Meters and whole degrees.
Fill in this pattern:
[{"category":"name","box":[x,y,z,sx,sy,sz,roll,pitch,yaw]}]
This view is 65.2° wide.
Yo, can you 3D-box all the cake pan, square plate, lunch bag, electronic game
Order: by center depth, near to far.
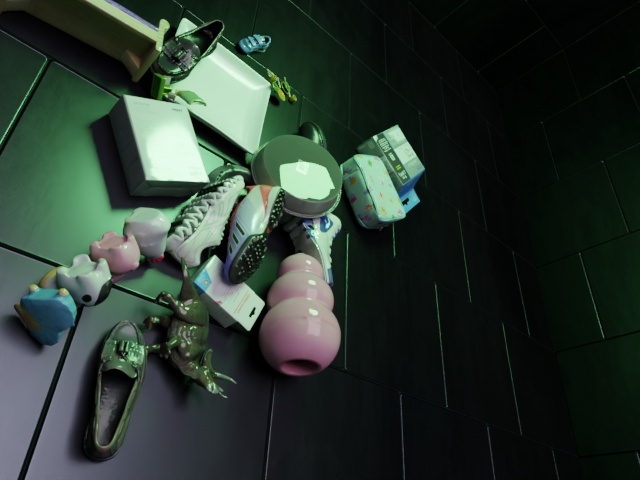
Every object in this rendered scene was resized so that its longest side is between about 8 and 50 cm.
[{"category":"electronic game","box":[-0.225,-0.109,1.405,0.229,0.048,0.229,17,60,-31]},{"category":"cake pan","box":[-0.059,-0.201,1.486,0.293,0.054,0.293,15,52,-20]},{"category":"square plate","box":[-0.317,-0.460,1.522,0.347,0.049,0.344,31,47,-31]},{"category":"lunch bag","box":[0.195,-0.174,1.849,0.224,0.108,0.279,-9,76,-54]}]

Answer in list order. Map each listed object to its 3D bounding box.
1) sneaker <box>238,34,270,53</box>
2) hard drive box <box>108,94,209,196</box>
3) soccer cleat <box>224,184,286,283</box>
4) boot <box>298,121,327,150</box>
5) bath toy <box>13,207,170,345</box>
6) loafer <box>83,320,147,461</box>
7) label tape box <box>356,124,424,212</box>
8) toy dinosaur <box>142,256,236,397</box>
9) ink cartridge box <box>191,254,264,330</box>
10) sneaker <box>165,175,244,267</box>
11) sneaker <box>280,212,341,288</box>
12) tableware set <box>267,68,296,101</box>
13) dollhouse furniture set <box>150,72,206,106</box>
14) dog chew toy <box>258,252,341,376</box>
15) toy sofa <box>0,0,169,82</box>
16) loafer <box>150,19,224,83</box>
[{"category":"sneaker","box":[-0.230,-0.691,1.746,0.144,0.059,0.053,-36,98,-50]},{"category":"hard drive box","box":[-0.404,-0.232,1.257,0.181,0.089,0.232,-3,70,-48]},{"category":"soccer cleat","box":[-0.191,-0.023,1.293,0.108,0.116,0.318,84,22,-50]},{"category":"boot","box":[-0.070,-0.291,1.645,0.207,0.094,0.246,-2,75,-52]},{"category":"bath toy","box":[-0.437,0.058,1.020,0.348,0.151,0.129,-54,147,-51]},{"category":"loafer","box":[-0.386,0.275,0.958,0.096,0.084,0.267,12,58,-21]},{"category":"label tape box","box":[0.320,-0.288,2.054,0.333,0.106,0.240,58,40,-3]},{"category":"toy dinosaur","box":[-0.303,0.198,1.109,0.160,0.121,0.313,24,45,-51]},{"category":"ink cartridge box","box":[-0.235,0.139,1.233,0.181,0.061,0.104,46,40,-16]},{"category":"sneaker","box":[-0.282,-0.054,1.263,0.118,0.110,0.292,53,54,-24]},{"category":"sneaker","box":[0.000,-0.001,1.519,0.182,0.127,0.315,-1,67,-45]},{"category":"tableware set","box":[-0.131,-0.532,1.749,0.154,0.024,0.104,24,48,-60]},{"category":"dollhouse furniture set","box":[-0.372,-0.400,1.319,0.076,0.058,0.152,37,29,29]},{"category":"dog chew toy","box":[-0.054,0.177,1.305,0.207,0.206,0.332,29,42,-33]},{"category":"toy sofa","box":[-0.575,-0.574,1.235,0.362,0.150,0.177,22,53,-37]},{"category":"loafer","box":[-0.368,-0.545,1.404,0.109,0.095,0.302,45,42,-18]}]
